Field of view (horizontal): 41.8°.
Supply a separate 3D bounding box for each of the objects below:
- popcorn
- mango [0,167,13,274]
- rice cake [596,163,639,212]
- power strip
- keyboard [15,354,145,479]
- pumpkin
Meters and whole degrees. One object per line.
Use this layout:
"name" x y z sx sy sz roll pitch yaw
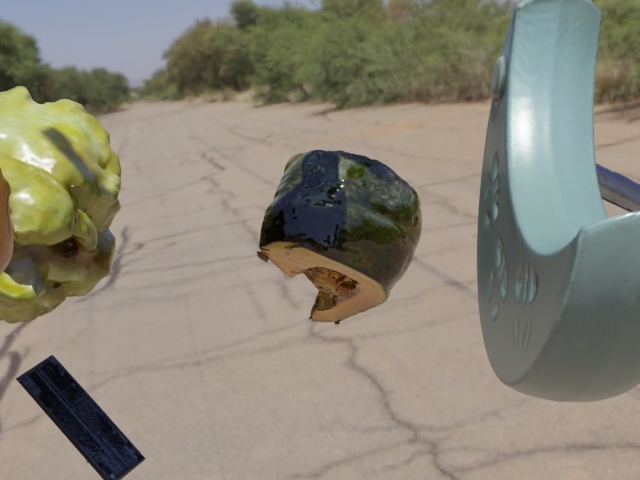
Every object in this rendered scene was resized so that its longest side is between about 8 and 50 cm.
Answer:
"popcorn" -0.335 -0.019 0.925 0.234 0.250 0.242 29 33 3
"mango" -0.232 0.000 0.460 0.159 0.105 0.084 -12 27 40
"rice cake" 0.438 -0.063 1.172 0.206 0.047 0.036 31 22 35
"power strip" 0.120 -0.020 0.438 0.054 0.168 0.253 7 36 -2
"keyboard" -0.323 0.240 1.124 0.063 0.198 0.010 -35 -15 -42
"pumpkin" 0.000 0.001 1.059 0.190 0.139 0.280 25 -26 -18
